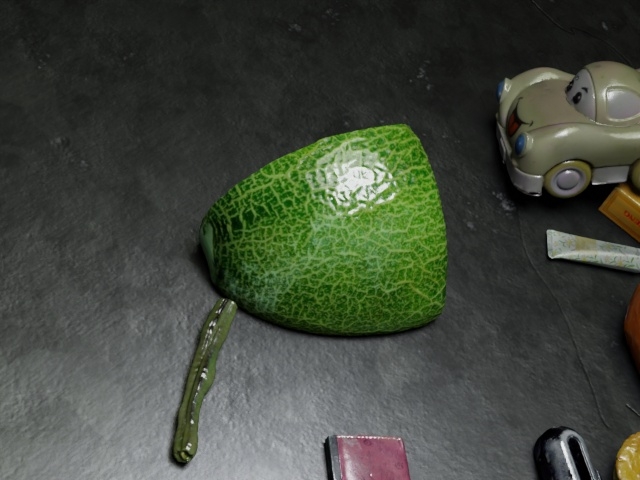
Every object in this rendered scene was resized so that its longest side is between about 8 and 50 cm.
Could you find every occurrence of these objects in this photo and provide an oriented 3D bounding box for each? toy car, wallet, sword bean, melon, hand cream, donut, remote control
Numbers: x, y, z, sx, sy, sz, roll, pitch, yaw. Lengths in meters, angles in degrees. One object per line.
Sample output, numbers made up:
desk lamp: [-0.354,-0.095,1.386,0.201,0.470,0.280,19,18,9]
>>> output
toy car: [0.494,-0.228,1.992,0.336,0.226,0.242,-2,39,-2]
wallet: [0.076,0.380,1.560,0.119,0.025,0.232,5,54,-17]
sword bean: [-0.168,0.197,1.606,0.043,0.038,0.269,1,49,13]
melon: [0.000,0.000,1.737,0.344,0.331,0.226,-17,24,-21]
hand cream: [0.493,0.022,1.971,0.195,0.042,0.067,11,53,-6]
donut: [0.517,0.374,1.686,0.162,0.065,0.178,-22,62,-23]
remote control: [0.389,0.391,1.634,0.090,0.066,0.265,-6,56,-18]

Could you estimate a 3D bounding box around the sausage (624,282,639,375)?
sausage: [0.589,0.177,1.820,0.153,0.141,0.268,-3,58,-22]

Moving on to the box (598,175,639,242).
box: [0.665,-0.090,2.095,0.174,0.076,0.274,41,52,12]
